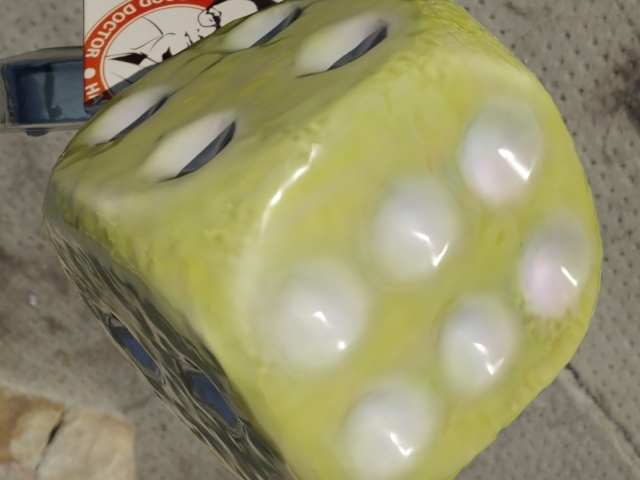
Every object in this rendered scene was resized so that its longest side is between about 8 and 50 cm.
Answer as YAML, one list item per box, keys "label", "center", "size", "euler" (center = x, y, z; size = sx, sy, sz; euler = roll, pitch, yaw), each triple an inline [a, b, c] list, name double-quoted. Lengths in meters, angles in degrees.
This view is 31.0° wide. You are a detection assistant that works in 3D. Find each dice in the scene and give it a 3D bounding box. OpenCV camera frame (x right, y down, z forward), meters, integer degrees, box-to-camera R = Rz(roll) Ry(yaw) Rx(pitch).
- label: "dice"
  center: [0.000, 0.000, 0.674]
  size: [0.233, 0.238, 0.226]
  euler: [18, 143, 54]

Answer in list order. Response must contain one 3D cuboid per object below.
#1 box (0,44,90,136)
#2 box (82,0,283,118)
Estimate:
- label: "box"
  center: [-0.269, -0.206, 1.561]
  size: [0.397, 0.396, 0.111]
  euler: [7, 104, 60]
- label: "box"
  center: [-0.087, -0.247, 0.958]
  size: [0.214, 0.353, 0.069]
  euler: [-12, 149, 6]
